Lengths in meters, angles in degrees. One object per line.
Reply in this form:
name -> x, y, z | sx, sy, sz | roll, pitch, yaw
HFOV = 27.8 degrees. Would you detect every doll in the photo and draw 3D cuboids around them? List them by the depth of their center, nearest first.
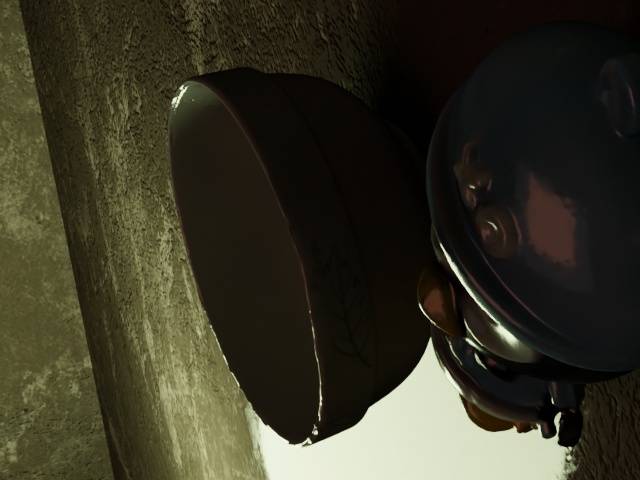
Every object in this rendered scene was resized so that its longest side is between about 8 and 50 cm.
doll -> 0.119, 0.004, 0.671 | 0.314, 0.141, 0.177 | 102, 150, -59

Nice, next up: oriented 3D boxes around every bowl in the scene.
bowl -> 0.000, 0.000, 0.982 | 0.287, 0.144, 0.287 | 164, 90, -71
